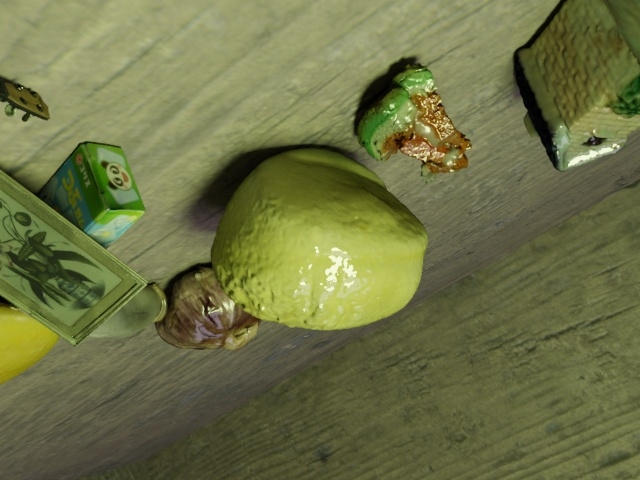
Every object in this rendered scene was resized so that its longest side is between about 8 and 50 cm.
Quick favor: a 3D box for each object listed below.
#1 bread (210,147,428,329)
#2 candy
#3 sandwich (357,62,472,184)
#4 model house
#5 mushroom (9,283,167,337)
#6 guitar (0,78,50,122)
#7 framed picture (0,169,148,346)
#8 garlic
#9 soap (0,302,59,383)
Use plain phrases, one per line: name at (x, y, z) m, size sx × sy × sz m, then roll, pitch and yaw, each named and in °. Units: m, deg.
bread at (-0.003, 0.010, 0.996) m, size 0.320 × 0.320 × 0.237 m, roll -10°, pitch 130°, yaw -40°
candy at (-0.306, -0.025, 0.817) m, size 0.194 × 0.097 × 0.062 m, roll -36°, pitch 158°, yaw 31°
sandwich at (0.144, -0.155, 0.970) m, size 0.109 × 0.160 × 0.185 m, roll -43°, pitch 172°, yaw -7°
model house at (0.467, -0.245, 1.032) m, size 0.298 × 0.243 × 0.284 m, roll -3°, pitch 158°, yaw -25°
mushroom at (-0.364, 0.109, 1.102) m, size 0.097 × 0.109 × 0.351 m, roll 4°, pitch 171°, yaw 16°
guitar at (-0.314, -0.145, 0.534) m, size 0.038 × 0.084 × 0.271 m, roll -24°, pitch 169°, yaw 7°
framed picture at (-0.343, 0.024, 0.786) m, size 0.173 × 0.231 × 0.010 m, roll -38°, pitch -157°, yaw 30°
garlic at (-0.207, 0.147, 1.322) m, size 0.244 × 0.161 × 0.245 m, roll -23°, pitch 162°, yaw -8°
soap at (-0.593, 0.178, 0.969) m, size 0.306 × 0.115 × 0.427 m, roll -36°, pitch 159°, yaw 20°
